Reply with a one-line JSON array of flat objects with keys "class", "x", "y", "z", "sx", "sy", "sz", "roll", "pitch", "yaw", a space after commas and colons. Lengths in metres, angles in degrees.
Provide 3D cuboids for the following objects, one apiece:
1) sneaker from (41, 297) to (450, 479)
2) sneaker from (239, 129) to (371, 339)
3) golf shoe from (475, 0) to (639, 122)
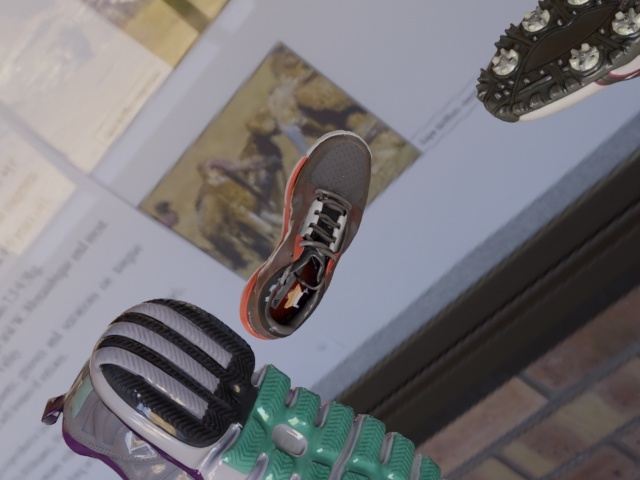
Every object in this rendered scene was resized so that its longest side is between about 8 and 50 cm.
[{"class": "sneaker", "x": -0.020, "y": 0.118, "z": 0.461, "sx": 0.098, "sy": 0.224, "sz": 0.083, "roll": -40, "pitch": 13, "yaw": 43}, {"class": "sneaker", "x": 0.000, "y": 0.000, "z": 0.682, "sx": 0.158, "sy": 0.061, "sz": 0.065, "roll": -67, "pitch": 18, "yaw": -3}, {"class": "golf shoe", "x": 0.259, "y": -0.166, "z": 0.824, "sx": 0.273, "sy": 0.120, "sz": 0.105, "roll": -34, "pitch": 46, "yaw": 2}]
